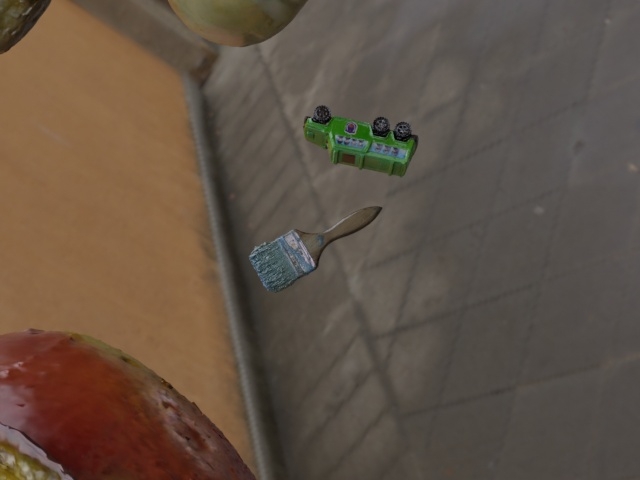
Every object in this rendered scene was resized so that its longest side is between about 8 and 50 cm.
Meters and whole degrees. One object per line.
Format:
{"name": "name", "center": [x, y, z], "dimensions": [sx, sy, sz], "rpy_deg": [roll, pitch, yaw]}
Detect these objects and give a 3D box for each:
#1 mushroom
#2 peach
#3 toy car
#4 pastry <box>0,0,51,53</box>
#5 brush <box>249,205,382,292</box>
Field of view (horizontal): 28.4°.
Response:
{"name": "mushroom", "center": [-0.065, -0.227, 0.994], "dimensions": [0.148, 0.148, 0.112], "rpy_deg": [-47, 10, 22]}
{"name": "peach", "center": [-0.196, 0.251, 0.968], "dimensions": [0.416, 0.353, 0.339], "rpy_deg": [-134, 48, -56]}
{"name": "toy car", "center": [0.054, -0.138, 1.785], "dimensions": [0.071, 0.165, 0.062], "rpy_deg": [96, -173, -70]}
{"name": "pastry", "center": [-0.333, -0.264, 1.360], "dimensions": [0.153, 0.081, 0.153], "rpy_deg": [-54, 18, 26]}
{"name": "brush", "center": [0.000, 0.000, 1.707], "dimensions": [0.196, 0.070, 0.021], "rpy_deg": [-28, -8, -14]}
